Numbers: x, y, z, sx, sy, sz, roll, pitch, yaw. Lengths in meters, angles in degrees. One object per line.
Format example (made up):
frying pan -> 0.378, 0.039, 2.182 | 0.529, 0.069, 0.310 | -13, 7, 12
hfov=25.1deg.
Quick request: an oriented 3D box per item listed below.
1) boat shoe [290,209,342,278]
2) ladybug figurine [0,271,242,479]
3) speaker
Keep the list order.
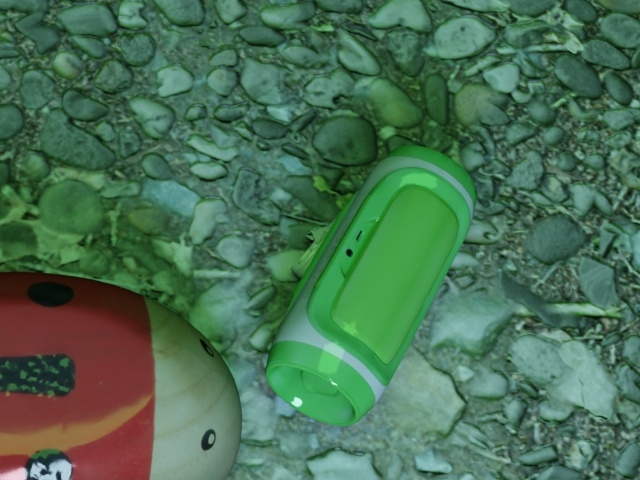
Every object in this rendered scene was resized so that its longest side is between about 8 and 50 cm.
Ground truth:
boat shoe -> 0.000, 0.000, 1.566 | 0.035, 0.035, 0.100 | 31, 68, 3
ladybug figurine -> -0.293, 0.158, 1.354 | 0.450, 0.162, 0.305 | -2, 63, -12
speaker -> 0.056, 0.043, 1.501 | 0.131, 0.131, 0.296 | 28, 61, 5
